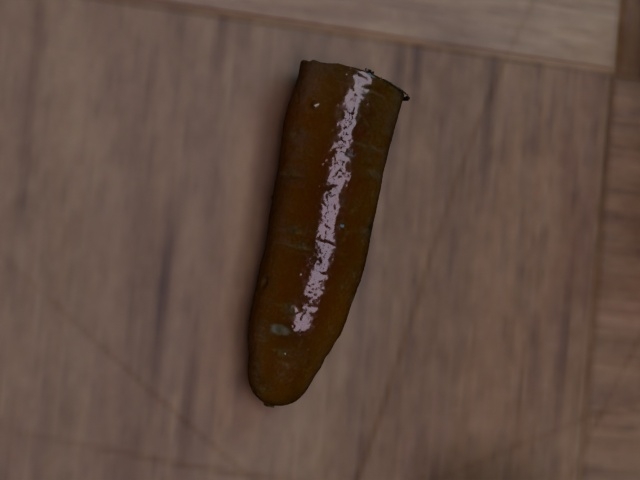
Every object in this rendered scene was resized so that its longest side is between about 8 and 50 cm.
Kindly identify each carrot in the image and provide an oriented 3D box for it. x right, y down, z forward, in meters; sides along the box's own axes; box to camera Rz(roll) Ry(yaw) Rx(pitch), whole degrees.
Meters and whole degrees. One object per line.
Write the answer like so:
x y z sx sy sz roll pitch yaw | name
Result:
0.000 0.000 0.628 0.048 0.048 0.139 12 87 -16 | carrot
